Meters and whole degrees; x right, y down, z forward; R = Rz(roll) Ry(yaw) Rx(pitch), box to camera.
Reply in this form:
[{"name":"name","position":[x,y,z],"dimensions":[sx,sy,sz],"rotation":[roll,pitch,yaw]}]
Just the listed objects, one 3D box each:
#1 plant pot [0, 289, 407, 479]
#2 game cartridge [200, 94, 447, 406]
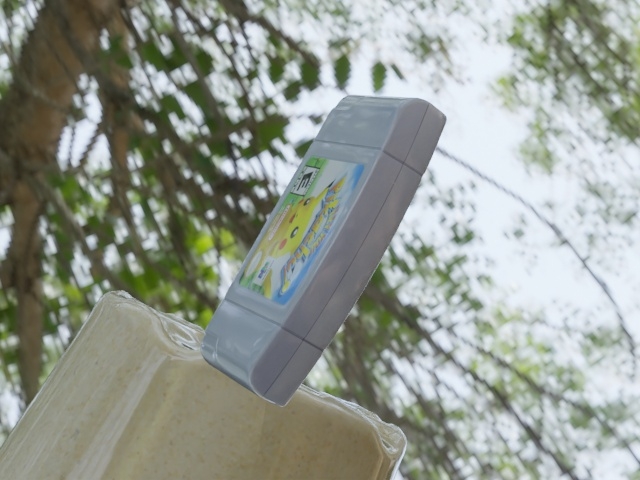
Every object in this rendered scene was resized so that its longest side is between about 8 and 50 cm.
[{"name":"plant pot","position":[-0.108,0.211,1.080],"dimensions":[0.334,0.334,0.305],"rotation":[29,-95,-38]},{"name":"game cartridge","position":[0.000,0.000,0.426],"dimensions":[0.017,0.056,0.083],"rotation":[31,-95,-23]}]
